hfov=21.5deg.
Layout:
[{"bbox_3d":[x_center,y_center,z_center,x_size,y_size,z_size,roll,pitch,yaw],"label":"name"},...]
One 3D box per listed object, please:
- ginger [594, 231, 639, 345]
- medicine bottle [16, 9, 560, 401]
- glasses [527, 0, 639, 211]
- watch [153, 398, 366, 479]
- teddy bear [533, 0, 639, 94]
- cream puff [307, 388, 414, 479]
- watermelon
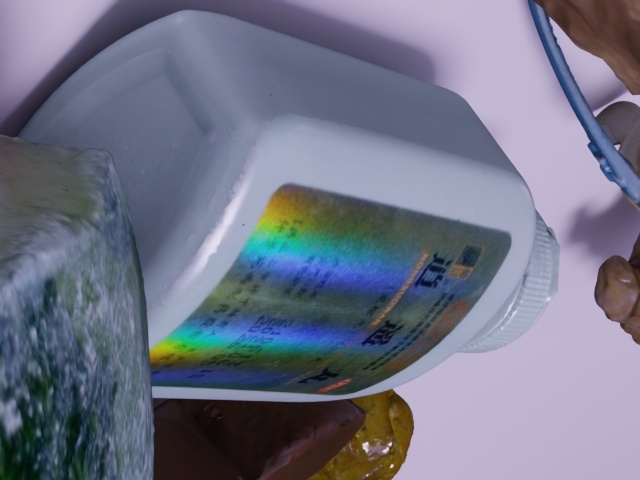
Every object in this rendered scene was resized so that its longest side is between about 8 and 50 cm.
[{"bbox_3d":[0.246,-0.049,0.752,0.290,0.084,0.122,-42,147,16],"label":"ginger"},{"bbox_3d":[0.000,0.000,0.560,0.121,0.083,0.229,-45,153,22],"label":"medicine bottle"},{"bbox_3d":[0.161,-0.095,0.571,0.189,0.088,0.220,-37,154,9],"label":"glasses"},{"bbox_3d":[-0.064,0.254,0.601,0.314,0.327,0.335,-45,163,21],"label":"watch"},{"bbox_3d":[0.107,-0.137,0.371,0.246,0.222,0.296,-8,-169,35],"label":"teddy bear"},{"bbox_3d":[0.006,0.088,0.747,0.083,0.058,0.083,-12,149,-33],"label":"cream puff"},{"bbox_3d":[-0.169,0.040,0.381,0.256,0.140,0.193,3,139,0],"label":"watermelon"}]
